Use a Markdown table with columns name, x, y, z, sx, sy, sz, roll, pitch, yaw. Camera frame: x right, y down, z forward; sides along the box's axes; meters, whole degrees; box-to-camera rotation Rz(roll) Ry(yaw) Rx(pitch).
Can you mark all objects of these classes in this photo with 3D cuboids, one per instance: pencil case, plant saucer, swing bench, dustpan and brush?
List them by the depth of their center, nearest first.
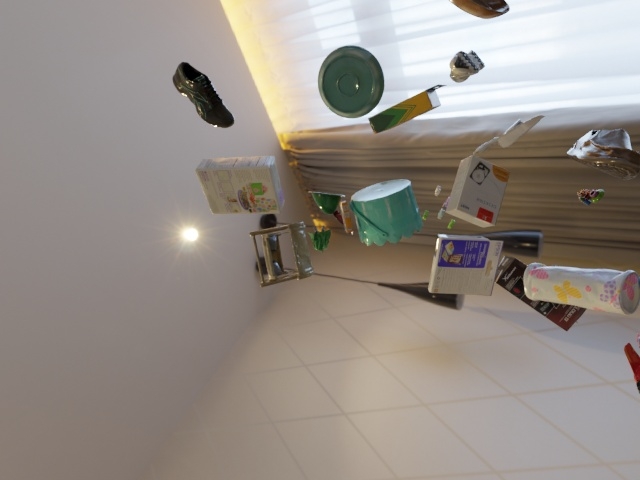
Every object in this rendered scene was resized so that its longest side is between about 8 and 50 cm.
| name | x | y | z | sx | sy | sz | roll | pitch | yaw |
| --- | --- | --- | --- | --- | --- | --- | --- | --- | --- |
| plant saucer | 0.378 | -0.610 | 1.015 | 0.198 | 0.198 | 0.036 | -47 | -9 | -42 |
| pencil case | 0.706 | 0.125 | 1.109 | 0.124 | 0.273 | 0.113 | -15 | -81 | -28 |
| dustpan and brush | 0.584 | -0.327 | 1.286 | 0.211 | 0.060 | 0.147 | -41 | -3 | 5 |
| plant saucer | 0.130 | -0.708 | 1.834 | 0.044 | 0.317 | 0.317 | -57 | -40 | -54 |
| swing bench | -0.171 | 0.060 | 1.867 | 0.165 | 0.255 | 0.253 | -151 | 49 | -86 |

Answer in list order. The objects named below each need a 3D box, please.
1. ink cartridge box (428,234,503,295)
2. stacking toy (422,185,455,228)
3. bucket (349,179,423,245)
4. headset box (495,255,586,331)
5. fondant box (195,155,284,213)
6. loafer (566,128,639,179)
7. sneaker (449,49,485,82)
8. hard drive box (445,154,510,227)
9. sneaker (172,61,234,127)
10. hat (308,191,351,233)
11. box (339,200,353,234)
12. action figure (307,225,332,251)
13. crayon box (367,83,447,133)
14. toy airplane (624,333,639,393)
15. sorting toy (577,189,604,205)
| name | x | y | z | sx | sy | sz | roll | pitch | yaw |
| --- | --- | --- | --- | --- | --- | --- | --- | --- | --- |
| ink cartridge box | 0.477 | 0.083 | 1.342 | 0.045 | 0.208 | 0.206 | -87 | 0 | -68 |
| stacking toy | 0.655 | -0.169 | 2.132 | 0.052 | 0.167 | 0.221 | -65 | -5 | -52 |
| bucket | 0.257 | -0.117 | 1.607 | 0.281 | 0.281 | 0.183 | -38 | -64 | -47 |
| headset box | 0.752 | 0.182 | 1.403 | 0.110 | 0.293 | 0.218 | -56 | -13 | 10 |
| fondant box | -0.343 | -0.236 | 1.764 | 0.096 | 0.330 | 0.238 | -75 | -19 | -47 |
| loafer | 0.861 | -0.282 | 1.228 | 0.366 | 0.134 | 0.130 | -58 | -8 | -67 |
| sneaker | 0.565 | -0.679 | 1.614 | 0.110 | 0.118 | 0.292 | 55 | -141 | 2 |
| hard drive box | 0.627 | -0.192 | 1.613 | 0.181 | 0.089 | 0.232 | 20 | -98 | -10 |
| sneaker | -0.410 | -0.510 | 1.429 | 0.267 | 0.106 | 0.101 | 42 | -123 | -9 |
| hat | 0.031 | -0.132 | 1.934 | 0.173 | 0.208 | 0.183 | -3 | -78 | -55 |
| box | 0.102 | -0.086 | 1.589 | 0.081 | 0.028 | 0.136 | -110 | 9 | -82 |
| action figure | 0.000 | 0.000 | 2.334 | 0.232 | 0.137 | 0.063 | 86 | -179 | -56 |
| crayon box | 0.387 | -0.565 | 1.741 | 0.202 | 0.318 | 0.081 | -36 | -75 | -56 |
| toy airplane | 0.695 | 0.261 | 0.873 | 0.151 | 0.028 | 0.151 | 9 | -105 | -39 |
| sorting toy | 0.969 | -0.164 | 1.468 | 0.061 | 0.042 | 0.102 | -59 | 5 | -1 |
